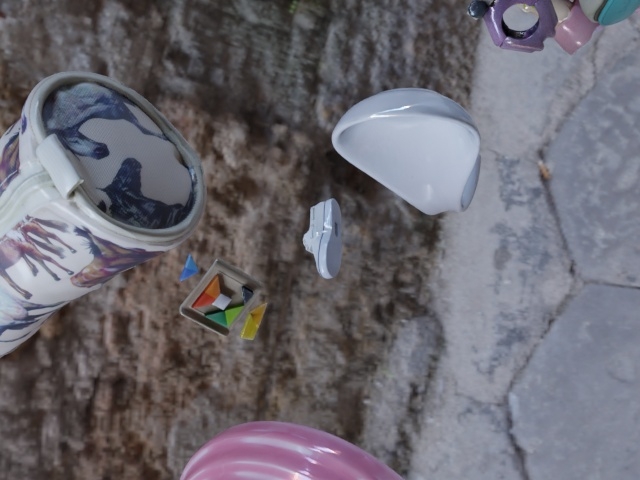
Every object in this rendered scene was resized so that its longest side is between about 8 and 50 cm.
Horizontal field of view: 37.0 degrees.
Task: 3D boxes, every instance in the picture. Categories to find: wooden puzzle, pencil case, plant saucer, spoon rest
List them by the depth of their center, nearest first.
[{"bbox_3d":[-0.278,0.011,0.831,0.410,0.183,0.160,-31,94,35],"label":"pencil case"},{"bbox_3d":[-0.014,0.326,0.873,0.332,0.084,0.332,16,121,27],"label":"plant saucer"},{"bbox_3d":[0.106,-0.081,0.951,0.137,0.276,0.084,-6,78,22],"label":"spoon rest"},{"bbox_3d":[-0.104,0.063,1.026,0.079,0.116,0.014,-60,31,10],"label":"wooden puzzle"}]

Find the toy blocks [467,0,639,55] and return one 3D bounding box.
[{"bbox_3d":[0.374,-0.343,1.171,0.288,0.260,0.309,-49,7,32],"label":"toy blocks"}]

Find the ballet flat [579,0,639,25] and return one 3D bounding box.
[{"bbox_3d":[0.333,-0.311,0.979,0.248,0.086,0.086,130,137,-67],"label":"ballet flat"}]

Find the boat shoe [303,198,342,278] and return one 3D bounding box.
[{"bbox_3d":[0.000,0.000,0.989,0.035,0.035,0.100,-16,49,21],"label":"boat shoe"}]
